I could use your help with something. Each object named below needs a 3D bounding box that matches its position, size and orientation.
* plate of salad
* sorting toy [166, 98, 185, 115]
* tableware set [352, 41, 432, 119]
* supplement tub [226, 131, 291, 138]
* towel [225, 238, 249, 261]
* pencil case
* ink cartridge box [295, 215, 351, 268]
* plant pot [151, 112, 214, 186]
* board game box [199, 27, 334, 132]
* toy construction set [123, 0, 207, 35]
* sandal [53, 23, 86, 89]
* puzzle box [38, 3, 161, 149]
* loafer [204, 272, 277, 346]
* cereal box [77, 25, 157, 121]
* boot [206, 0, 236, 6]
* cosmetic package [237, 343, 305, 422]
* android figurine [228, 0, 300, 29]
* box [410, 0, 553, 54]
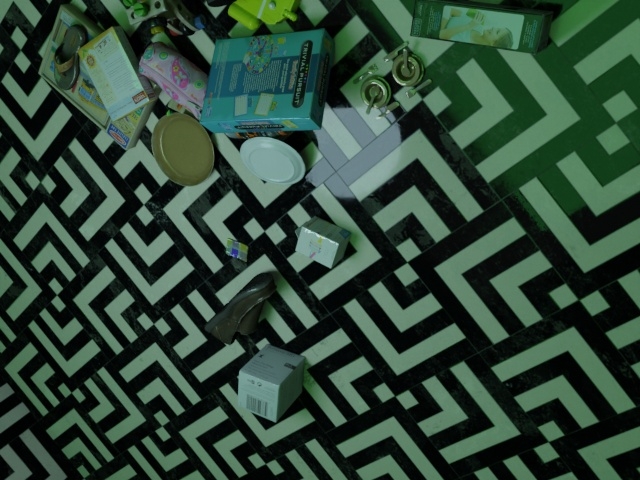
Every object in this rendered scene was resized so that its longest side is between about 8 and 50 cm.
[{"bbox_3d":[-0.137,-0.236,1.952,0.199,0.048,0.200,13,147,9],"label":"plate of salad"},{"bbox_3d":[-0.438,-0.412,2.049,0.062,0.012,0.083,27,92,20],"label":"sorting toy"},{"bbox_3d":[0.179,-0.412,1.746,0.194,0.039,0.128,-31,95,33],"label":"tableware set"},{"bbox_3d":[-0.177,-0.347,1.908,0.190,0.117,0.117,5,113,25],"label":"supplement tub"},{"bbox_3d":[-0.271,0.031,2.182,0.083,0.009,0.060,22,120,17],"label":"towel"},{"bbox_3d":[-0.399,-0.460,1.971,0.284,0.124,0.124,40,123,7],"label":"pencil case"},{"bbox_3d":[0.000,0.000,1.983,0.143,0.092,0.090,26,121,16],"label":"ink cartridge box"},{"bbox_3d":[-0.426,-0.287,2.111,0.236,0.032,0.236,10,114,23],"label":"plant pot"},{"bbox_3d":[-0.144,-0.422,1.803,0.335,0.079,0.254,3,76,25],"label":"board game box"},{"bbox_3d":[-0.476,-0.689,1.840,0.308,0.237,0.258,17,118,20],"label":"toy construction set"},{"bbox_3d":[-0.791,-0.570,2.094,0.090,0.060,0.219,41,123,6],"label":"sandal"},{"bbox_3d":[-0.706,-0.518,2.141,0.409,0.052,0.272,40,124,6],"label":"puzzle box"},{"bbox_3d":[-0.238,0.229,2.192,0.130,0.134,0.366,46,133,-3],"label":"loafer"},{"bbox_3d":[-0.620,-0.504,2.044,0.173,0.047,0.240,-18,102,31],"label":"cereal box"},{"bbox_3d":[-0.204,-0.772,1.718,0.264,0.096,0.281,-8,93,30],"label":"boot"},{"bbox_3d":[-0.161,0.465,2.208,0.151,0.183,0.152,16,118,20],"label":"cosmetic package"},{"bbox_3d":[-0.157,-0.688,1.790,0.272,0.056,0.248,37,122,10],"label":"android figurine"},{"bbox_3d":[0.371,-0.496,1.539,0.289,0.169,0.087,16,115,22],"label":"box"}]
